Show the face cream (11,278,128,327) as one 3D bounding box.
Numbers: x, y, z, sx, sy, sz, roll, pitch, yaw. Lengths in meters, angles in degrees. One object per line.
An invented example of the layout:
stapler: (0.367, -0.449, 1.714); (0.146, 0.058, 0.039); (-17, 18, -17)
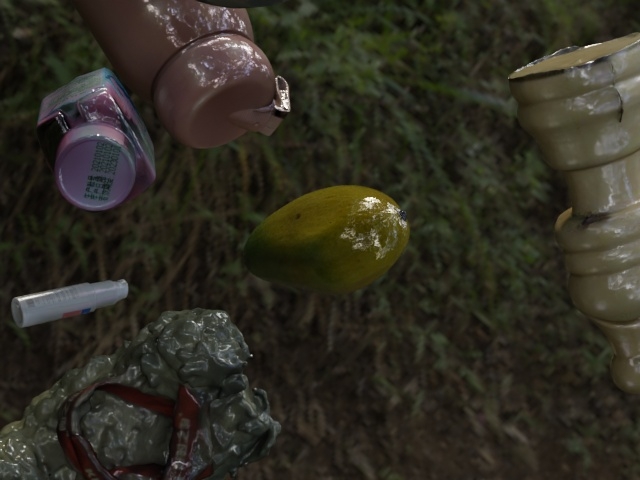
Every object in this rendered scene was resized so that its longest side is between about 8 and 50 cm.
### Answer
face cream: (-0.268, 0.065, 1.460); (0.130, 0.034, 0.034); (-13, 54, -34)

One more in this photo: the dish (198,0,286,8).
dish: (-0.088, -0.297, 1.080); (0.303, 0.303, 0.120); (37, 46, 2)

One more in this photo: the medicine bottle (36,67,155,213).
medicine bottle: (-0.233, -0.098, 1.399); (0.119, 0.094, 0.188); (63, 2, -21)

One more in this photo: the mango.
mango: (0.005, -0.005, 1.570); (0.237, 0.137, 0.091); (11, -33, 50)

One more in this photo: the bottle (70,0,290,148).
bottle: (-0.159, -0.248, 1.574); (0.206, 0.173, 0.297); (5, 44, -53)

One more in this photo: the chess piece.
chess piece: (0.262, -0.017, 1.185); (0.139, 0.124, 0.307); (-45, 121, -69)

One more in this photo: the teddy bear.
teddy bear: (-0.180, 0.293, 1.431); (0.367, 0.357, 0.224); (59, -17, -12)
